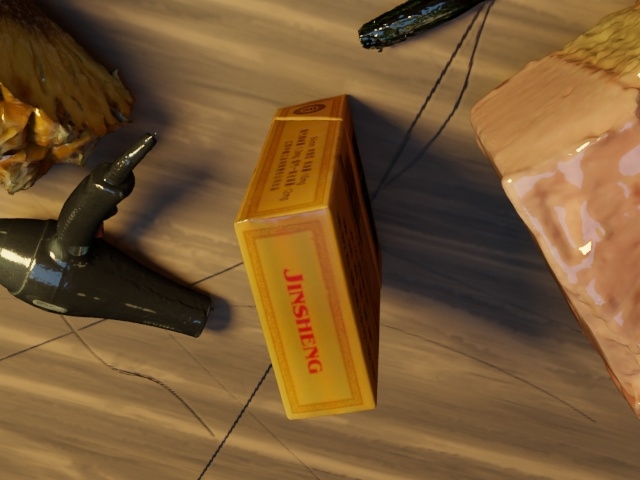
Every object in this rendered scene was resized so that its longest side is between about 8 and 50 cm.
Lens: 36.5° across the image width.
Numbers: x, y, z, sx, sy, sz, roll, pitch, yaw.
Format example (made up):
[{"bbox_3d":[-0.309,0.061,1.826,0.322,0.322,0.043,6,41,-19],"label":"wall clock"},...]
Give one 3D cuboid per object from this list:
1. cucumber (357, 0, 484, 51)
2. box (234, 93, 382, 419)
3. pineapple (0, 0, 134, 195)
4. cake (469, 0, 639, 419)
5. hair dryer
[{"bbox_3d":[0.097,-0.204,0.858,0.134,0.034,0.033,-23,106,14],"label":"cucumber"},{"bbox_3d":[0.000,0.000,0.826,0.076,0.274,0.174,-8,114,9],"label":"box"},{"bbox_3d":[-0.364,-0.097,0.810,0.286,0.209,0.344,-35,123,20],"label":"pineapple"},{"bbox_3d":[0.314,-0.048,0.778,0.306,0.293,0.314,-28,104,13],"label":"cake"},{"bbox_3d":[-0.183,-0.002,0.898,0.235,0.091,0.272,21,144,-14],"label":"hair dryer"}]
